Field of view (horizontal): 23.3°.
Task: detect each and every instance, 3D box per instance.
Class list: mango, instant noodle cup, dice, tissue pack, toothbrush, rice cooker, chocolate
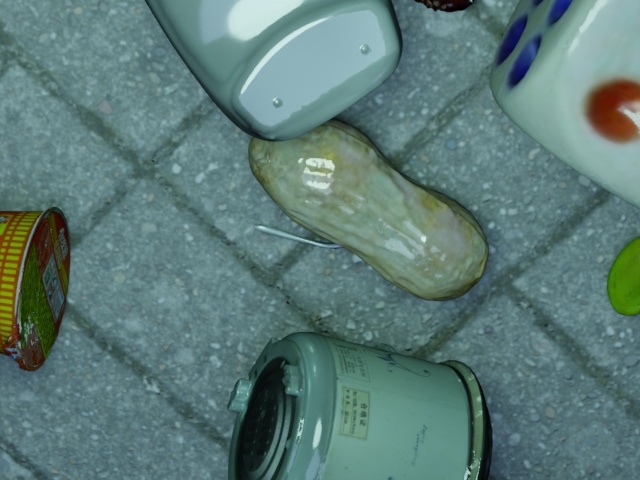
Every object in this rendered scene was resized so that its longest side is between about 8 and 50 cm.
[{"bbox_3d":[0.376,0.041,1.810,0.073,0.056,0.108,23,113,-1],"label":"mango"},{"bbox_3d":[-0.416,0.043,1.777,0.212,0.193,0.193,7,111,7],"label":"instant noodle cup"},{"bbox_3d":[0.368,-0.185,1.591,0.304,0.304,0.277,29,109,-10],"label":"dice"},{"bbox_3d":[-0.069,-0.282,1.613,0.229,0.236,0.333,-31,108,3],"label":"tissue pack"},{"bbox_3d":[0.000,0.000,1.828,0.162,0.014,0.017,15,92,-4],"label":"toothbrush"},{"bbox_3d":[0.054,0.244,1.769,0.316,0.317,0.264,25,127,-8],"label":"rice cooker"},{"bbox_3d":[0.059,-0.040,1.748,0.309,0.134,0.134,33,108,-9],"label":"chocolate"}]

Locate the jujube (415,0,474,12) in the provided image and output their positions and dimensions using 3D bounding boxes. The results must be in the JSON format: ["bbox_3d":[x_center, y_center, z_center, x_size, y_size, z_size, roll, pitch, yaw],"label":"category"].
[{"bbox_3d":[0.106,-0.313,1.662,0.104,0.104,0.166,-29,115,12],"label":"jujube"}]
